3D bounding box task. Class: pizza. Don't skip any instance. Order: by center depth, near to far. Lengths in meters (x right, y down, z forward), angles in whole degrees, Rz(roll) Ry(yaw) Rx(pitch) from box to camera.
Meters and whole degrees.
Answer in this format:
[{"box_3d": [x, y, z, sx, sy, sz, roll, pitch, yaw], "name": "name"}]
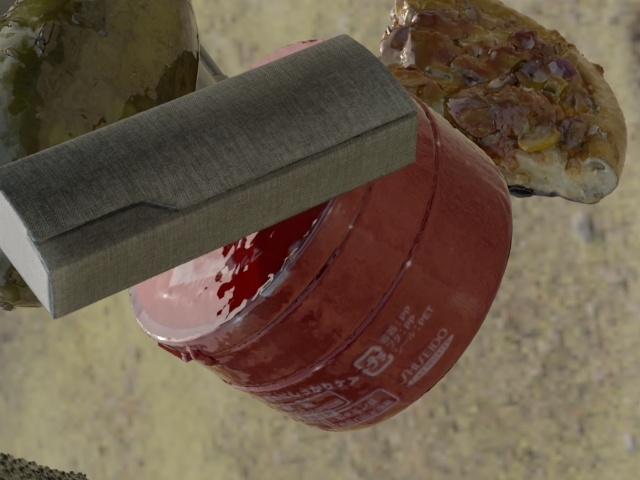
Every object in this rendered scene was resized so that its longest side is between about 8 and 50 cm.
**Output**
[{"box_3d": [0.173, -0.168, 1.900, 0.409, 0.278, 0.114, -126, 28, -43], "name": "pizza"}]

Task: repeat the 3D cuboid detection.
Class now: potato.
[{"box_3d": [-0.148, -0.072, 1.023, 0.113, 0.149, 0.251, -2, 55, 29], "name": "potato"}]

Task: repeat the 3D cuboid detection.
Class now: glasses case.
[{"box_3d": [-0.055, -0.036, 0.825, 0.071, 0.205, 0.047, 48, 148, 33], "name": "glasses case"}]

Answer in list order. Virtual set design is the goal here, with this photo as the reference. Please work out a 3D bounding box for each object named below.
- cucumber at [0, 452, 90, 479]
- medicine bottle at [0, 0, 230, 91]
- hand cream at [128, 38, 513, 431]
[{"box_3d": [-0.285, 0.220, 1.466, 0.359, 0.096, 0.096, 45, -150, -70], "name": "cucumber"}, {"box_3d": [-0.226, -0.122, 1.433, 0.375, 0.282, 0.123, 53, 145, 44], "name": "medicine bottle"}, {"box_3d": [0.000, 0.000, 1.099, 0.230, 0.149, 0.230, -36, 34, 29], "name": "hand cream"}]
